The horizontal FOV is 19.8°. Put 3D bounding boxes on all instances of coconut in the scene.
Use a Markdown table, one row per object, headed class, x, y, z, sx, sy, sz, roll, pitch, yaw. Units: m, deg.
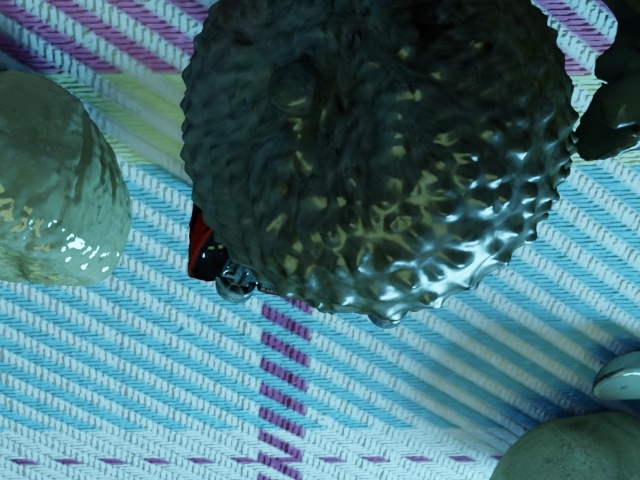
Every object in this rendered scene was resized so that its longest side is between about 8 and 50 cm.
| class | x | y | z | sx | sy | sz | roll | pitch | yaw |
| --- | --- | --- | --- | --- | --- | --- | --- | --- | --- |
| coconut | 0.261 | 0.263 | 1.677 | 0.224 | 0.224 | 0.224 | -1 | 144 | -1 |

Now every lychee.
| class | x | y | z | sx | sy | sz | roll | pitch | yaw |
| --- | --- | --- | --- | --- | --- | --- | --- | --- | --- |
| lychee | 0.040 | -0.076 | 1.175 | 0.255 | 0.255 | 0.274 | -25 | 169 | 28 |

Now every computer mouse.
| class | x | y | z | sx | sy | sz | roll | pitch | yaw |
| --- | --- | --- | --- | --- | --- | --- | --- | --- | --- |
| computer mouse | 0.287 | 0.116 | 1.613 | 0.110 | 0.032 | 0.056 | 4 | 146 | -26 |

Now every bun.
| class | x | y | z | sx | sy | sz | roll | pitch | yaw |
| --- | --- | --- | --- | --- | --- | --- | --- | --- | --- |
| bun | -0.234 | -0.053 | 1.263 | 0.220 | 0.134 | 0.220 | 17 | 165 | 5 |

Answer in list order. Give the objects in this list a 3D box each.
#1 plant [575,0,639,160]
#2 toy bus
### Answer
| class | x | y | z | sx | sy | sz | roll | pitch | yaw |
| --- | --- | --- | --- | --- | --- | --- | --- | --- | --- |
| plant | 0.289 | -0.129 | 1.122 | 0.312 | 0.215 | 0.213 | -15 | 145 | 22 |
| toy bus | 0.000 | 0.000 | 1.386 | 0.195 | 0.089 | 0.081 | 10 | 143 | -15 |
